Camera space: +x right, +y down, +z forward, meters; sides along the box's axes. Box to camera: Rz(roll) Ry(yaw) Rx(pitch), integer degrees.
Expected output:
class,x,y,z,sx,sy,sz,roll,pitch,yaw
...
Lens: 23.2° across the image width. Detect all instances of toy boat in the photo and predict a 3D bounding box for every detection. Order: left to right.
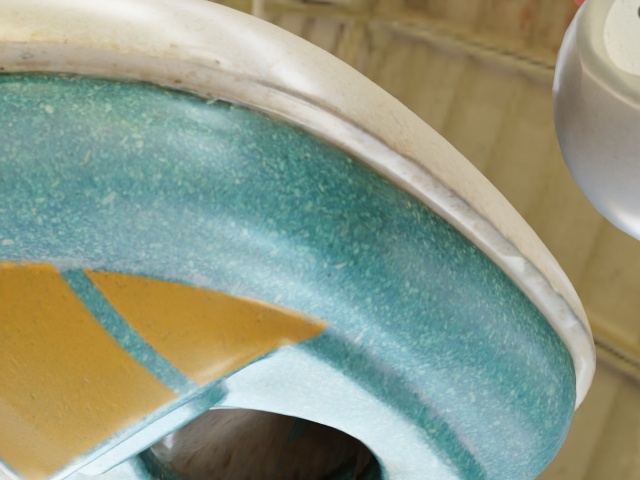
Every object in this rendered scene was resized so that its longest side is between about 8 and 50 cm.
class,x,y,z,sx,sy,sz,roll,pitch,yaw
toy boat,0.000,0.000,0.424,0.318,0.267,0.148,-38,-143,36
